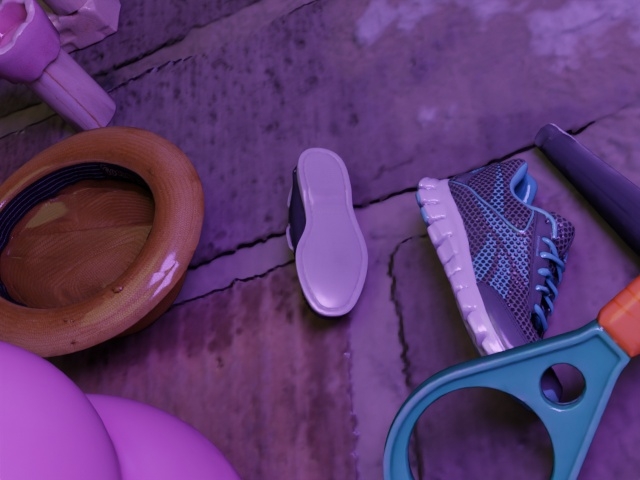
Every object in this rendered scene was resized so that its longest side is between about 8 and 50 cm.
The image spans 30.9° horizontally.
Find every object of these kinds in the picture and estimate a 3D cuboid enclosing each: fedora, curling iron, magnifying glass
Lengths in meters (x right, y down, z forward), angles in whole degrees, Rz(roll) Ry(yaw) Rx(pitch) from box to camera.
[{"bbox_3d":[-0.156,0.012,0.798,0.194,0.079,0.194,-13,54,18],"label":"fedora"},{"bbox_3d":[0.179,0.019,0.603,0.068,0.035,0.274,-34,47,8],"label":"curling iron"},{"bbox_3d":[0.125,0.064,0.564,0.231,0.026,0.092,-44,86,10],"label":"magnifying glass"}]

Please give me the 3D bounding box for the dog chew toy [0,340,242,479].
[{"bbox_3d":[-0.165,0.139,0.537,0.207,0.332,0.206,-17,51,22],"label":"dog chew toy"}]

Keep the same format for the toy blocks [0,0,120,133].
[{"bbox_3d":[-0.345,-0.235,0.973,0.289,0.260,0.309,-18,51,23],"label":"toy blocks"}]

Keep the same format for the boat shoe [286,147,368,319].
[{"bbox_3d":[0.000,0.000,0.733,0.046,0.038,0.125,1,55,-16],"label":"boat shoe"}]

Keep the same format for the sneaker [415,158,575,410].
[{"bbox_3d":[0.108,0.015,0.638,0.076,0.065,0.166,-24,51,9],"label":"sneaker"}]
